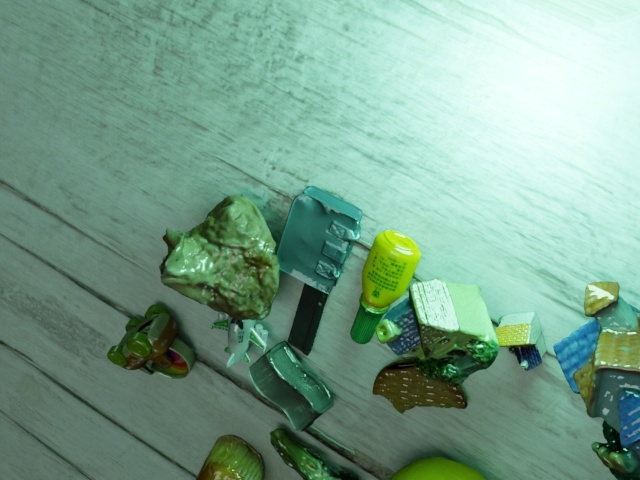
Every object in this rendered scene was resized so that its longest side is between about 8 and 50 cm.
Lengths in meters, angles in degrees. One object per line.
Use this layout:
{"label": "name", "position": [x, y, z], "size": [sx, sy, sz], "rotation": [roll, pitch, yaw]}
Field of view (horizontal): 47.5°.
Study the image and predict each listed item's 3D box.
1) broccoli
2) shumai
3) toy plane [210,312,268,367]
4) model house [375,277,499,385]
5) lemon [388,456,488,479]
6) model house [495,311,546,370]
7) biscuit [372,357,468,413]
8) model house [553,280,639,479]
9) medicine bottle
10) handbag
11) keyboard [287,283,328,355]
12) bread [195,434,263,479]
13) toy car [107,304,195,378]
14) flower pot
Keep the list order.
{"label": "broccoli", "position": [-0.033, 0.644, 2.020], "size": [0.304, 0.145, 0.165], "rotation": [46, 125, 18]}
{"label": "shumai", "position": [-0.257, 0.073, 1.728], "size": [0.267, 0.262, 0.314], "rotation": [-11, 99, 51]}
{"label": "toy plane", "position": [-0.216, 0.254, 1.943], "size": [0.173, 0.080, 0.174], "rotation": [7, 107, 26]}
{"label": "model house", "position": [0.229, 0.196, 1.544], "size": [0.214, 0.189, 0.195], "rotation": [-35, 49, 37]}
{"label": "lemon", "position": [0.278, 0.734, 1.743], "size": [0.363, 0.364, 0.365], "rotation": [13, 120, 24]}
{"label": "model house", "position": [0.421, 0.220, 1.545], "size": [0.087, 0.100, 0.101], "rotation": [-12, 108, 34]}
{"label": "biscuit", "position": [0.244, 0.364, 1.766], "size": [0.228, 0.031, 0.176], "rotation": [25, 125, 15]}
{"label": "model house", "position": [0.557, 0.254, 1.361], "size": [0.329, 0.295, 0.251], "rotation": [49, 124, -4]}
{"label": "medicine bottle", "position": [0.135, 0.118, 1.674], "size": [0.111, 0.076, 0.309], "rotation": [31, 125, 16]}
{"label": "handbag", "position": [0.000, 0.000, 1.705], "size": [0.179, 0.062, 0.229], "rotation": [27, 124, 12]}
{"label": "keyboard", "position": [-0.029, 0.188, 1.841], "size": [0.072, 0.023, 0.231], "rotation": [31, 126, 22]}
{"label": "bread", "position": [-0.289, 0.743, 2.192], "size": [0.204, 0.156, 0.288], "rotation": [34, 125, 8]}
{"label": "toy car", "position": [-0.473, 0.323, 2.109], "size": [0.235, 0.145, 0.235], "rotation": [11, 133, 13]}
{"label": "flower pot", "position": [-0.077, 0.386, 1.917], "size": [0.229, 0.103, 0.108], "rotation": [46, 127, 2]}
